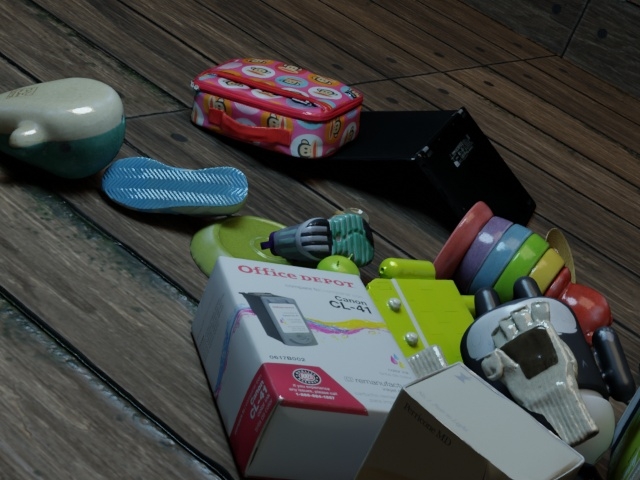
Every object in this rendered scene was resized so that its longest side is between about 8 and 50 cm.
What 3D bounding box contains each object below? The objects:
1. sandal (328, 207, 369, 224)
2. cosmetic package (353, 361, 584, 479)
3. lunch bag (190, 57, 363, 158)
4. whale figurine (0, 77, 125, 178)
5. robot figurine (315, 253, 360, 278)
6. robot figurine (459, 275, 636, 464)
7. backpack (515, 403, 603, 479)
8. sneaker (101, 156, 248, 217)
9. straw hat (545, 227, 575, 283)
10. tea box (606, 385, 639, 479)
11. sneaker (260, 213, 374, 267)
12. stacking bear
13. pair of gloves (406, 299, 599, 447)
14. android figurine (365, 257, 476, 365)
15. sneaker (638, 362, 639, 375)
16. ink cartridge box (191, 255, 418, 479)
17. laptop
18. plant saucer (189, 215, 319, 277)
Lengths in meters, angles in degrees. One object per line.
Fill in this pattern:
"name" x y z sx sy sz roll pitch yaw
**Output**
"sandal" 0.046 -0.028 2.016 0.072 0.049 0.180 26 26 7
"cosmetic package" 0.102 0.292 1.145 0.160 0.309 0.113 37 29 28
"lunch bag" -0.091 -0.242 2.208 0.293 0.120 0.258 19 27 22
"whale figurine" -0.437 -0.165 1.838 0.272 0.141 0.216 -3 27 2
"robot figurine" 0.016 0.072 1.724 0.067 0.115 0.101 30 26 17
"robot figurine" 0.290 0.190 1.608 0.174 0.209 0.278 19 43 -40
"backpack" 0.228 0.319 1.296 0.263 0.213 0.276 8 33 -53
"sneaker" -0.228 -0.074 1.855 0.229 0.087 0.092 7 -16 -1
"straw hat" 0.406 0.048 2.141 0.061 0.144 0.144 -13 9 30
"tea box" 0.576 0.317 1.583 0.329 0.220 0.323 26 25 8
"sneaker" 0.000 0.000 1.817 0.098 0.083 0.224 -6 -8 29
"stacking bear" 0.340 0.077 1.943 0.289 0.164 0.175 34 28 12
"pair of gloves" 0.211 0.198 1.505 0.042 0.240 0.204 46 26 -51
"android figurine" 0.158 0.131 1.749 0.273 0.056 0.248 5 47 -36
"sneaker" 0.577 0.202 1.965 0.090 0.081 0.232 31 27 0
"ink cartridge box" -0.017 0.164 1.507 0.226 0.131 0.306 9 30 -26
"laptop" 0.187 -0.113 2.334 0.408 0.236 0.382 52 27 -4
"plant saucer" -0.081 0.025 1.828 0.241 0.037 0.241 18 25 -9
